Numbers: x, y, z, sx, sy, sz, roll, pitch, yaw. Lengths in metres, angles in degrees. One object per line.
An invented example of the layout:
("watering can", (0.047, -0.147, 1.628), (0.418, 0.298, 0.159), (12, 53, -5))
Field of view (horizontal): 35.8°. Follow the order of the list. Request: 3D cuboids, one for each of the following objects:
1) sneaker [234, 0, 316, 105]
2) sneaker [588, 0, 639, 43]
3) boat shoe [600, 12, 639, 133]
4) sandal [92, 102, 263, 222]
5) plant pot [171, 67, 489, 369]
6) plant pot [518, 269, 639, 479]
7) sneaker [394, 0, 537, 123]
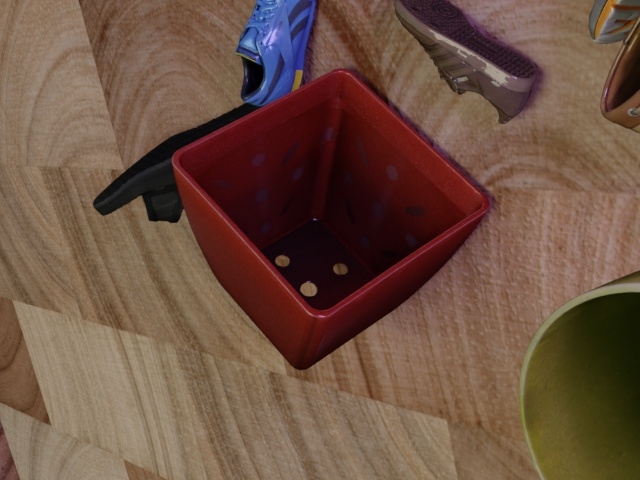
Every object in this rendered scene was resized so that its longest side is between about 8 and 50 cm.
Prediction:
("sneaker", (-0.061, -0.269, 1.244), (0.069, 0.082, 0.209), (30, 121, 40))
("sneaker", (0.286, -0.269, 0.859), (0.083, 0.084, 0.215), (54, 139, 35))
("boat shoe", (0.316, -0.208, 0.780), (0.122, 0.120, 0.324), (-93, 12, -51))
("sandal", (-0.200, -0.090, 1.462), (0.446, 0.167, 0.107), (-13, 117, 52))
("plant pot", (0.000, 0.000, 1.208), (0.267, 0.267, 0.236), (46, 151, 23))
("plant pot", (0.360, 0.109, 0.795), (0.275, 0.293, 0.275), (27, 129, 39))
("sneaker", (0.144, -0.195, 1.067), (0.188, 0.066, 0.071), (43, 138, 27))
